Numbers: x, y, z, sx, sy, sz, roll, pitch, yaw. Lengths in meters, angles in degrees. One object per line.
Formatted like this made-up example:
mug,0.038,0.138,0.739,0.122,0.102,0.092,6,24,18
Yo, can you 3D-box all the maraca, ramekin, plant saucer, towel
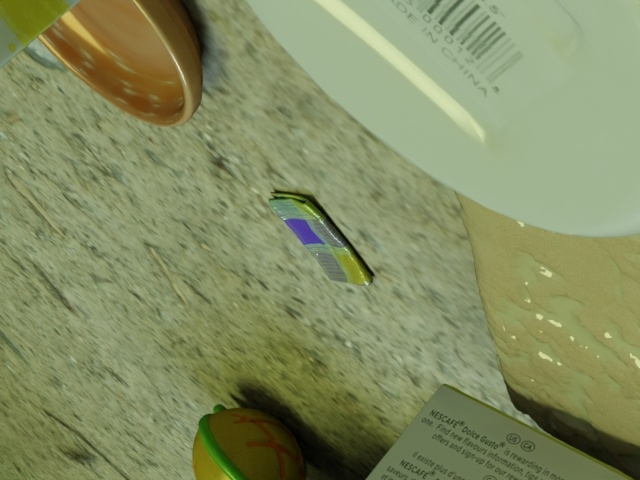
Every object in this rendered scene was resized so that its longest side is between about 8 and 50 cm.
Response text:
maraca,-0.067,0.210,1.704,0.127,0.099,0.186,47,-173,-6
ramekin,0.073,-0.129,0.640,0.277,0.135,0.277,38,161,16
plant saucer,-0.148,-0.159,1.169,0.200,0.037,0.200,37,159,16
towel,0.000,0.000,1.249,0.083,0.009,0.060,52,160,-25
towel,0.203,0.068,0.926,0.317,0.053,0.332,32,157,31

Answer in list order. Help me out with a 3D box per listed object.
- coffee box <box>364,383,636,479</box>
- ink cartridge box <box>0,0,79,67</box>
coffee box,0.157,0.353,1.062,0.338,0.334,0.337,24,157,43
ink cartridge box,-0.254,-0.171,0.829,0.279,0.384,0.160,25,151,43
